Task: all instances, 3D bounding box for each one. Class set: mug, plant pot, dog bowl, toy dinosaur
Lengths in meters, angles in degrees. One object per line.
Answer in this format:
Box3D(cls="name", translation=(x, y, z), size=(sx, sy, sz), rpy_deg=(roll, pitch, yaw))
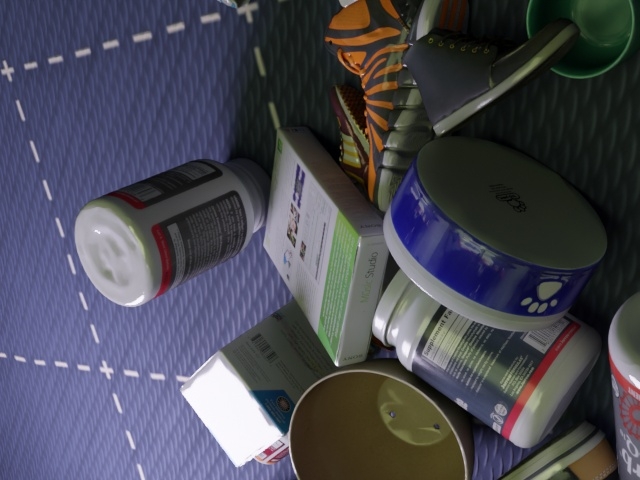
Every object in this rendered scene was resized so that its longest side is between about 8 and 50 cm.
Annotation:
Box3D(cls="mug", translation=(0.319, -0.274, 1.026), size=(0.130, 0.097, 0.157), rpy_deg=(21, 122, 31))
Box3D(cls="plant pot", translation=(0.119, 0.299, 1.381), size=(0.284, 0.191, 0.284), rpy_deg=(7, 107, 24))
Box3D(cls="dog bowl", translation=(0.219, -0.015, 1.119), size=(0.265, 0.265, 0.104), rpy_deg=(38, 128, 19))
Box3D(cls="toy dinosaur", translation=(0.073, 0.151, 1.489), size=(0.090, 0.047, 0.082), rpy_deg=(-11, 95, 8))

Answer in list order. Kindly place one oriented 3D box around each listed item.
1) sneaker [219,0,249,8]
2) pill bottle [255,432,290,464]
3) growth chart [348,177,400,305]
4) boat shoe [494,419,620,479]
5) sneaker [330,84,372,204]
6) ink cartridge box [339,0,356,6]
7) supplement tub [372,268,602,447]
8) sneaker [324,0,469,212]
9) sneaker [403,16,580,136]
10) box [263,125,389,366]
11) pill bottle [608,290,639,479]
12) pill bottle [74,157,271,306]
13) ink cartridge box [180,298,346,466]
Box3D(cls="sneaker", translation=(-0.110, -0.451, 1.314), size=(0.092, 0.087, 0.228), rpy_deg=(42, 138, 7))
Box3D(cls="pill bottle", translation=(-0.069, 0.354, 1.657), size=(0.086, 0.086, 0.152), rpy_deg=(52, 133, 7))
Box3D(cls="growth chart", translation=(0.090, -0.001, 1.399), size=(0.172, 0.021, 0.237), rpy_deg=(-9, 105, 42))
Box3D(cls="boat shoe", translation=(0.278, 0.458, 1.358), size=(0.156, 0.187, 0.500), rpy_deg=(52, 128, 15))
Box3D(cls="sneaker", translation=(0.050, -0.142, 1.319), size=(0.084, 0.070, 0.185), rpy_deg=(-36, 76, 36))
Box3D(cls="ink cartridge box", translation=(0.051, -0.422, 1.167), size=(0.115, 0.067, 0.198), rpy_deg=(-14, 97, 43))
Box3D(cls="supplement tub", translation=(0.229, 0.139, 1.235), size=(0.272, 0.191, 0.191), rpy_deg=(34, 128, 23))
Box3D(cls="sneaker", translation=(0.089, -0.208, 1.234), size=(0.180, 0.125, 0.321), rpy_deg=(23, 105, 37))
Box3D(cls="sneaker", translation=(0.188, -0.220, 1.037), size=(0.222, 0.083, 0.118), rpy_deg=(-33, 86, 44))
Box3D(cls="box", translation=(0.000, 0.000, 1.347), size=(0.322, 0.059, 0.232), rpy_deg=(-123, 34, -48))
Box3D(cls="pill bottle", translation=(0.460, 0.238, 1.050), size=(0.210, 0.210, 0.362), rpy_deg=(10, 131, 36))
Box3D(cls="pill bottle", translation=(-0.220, -0.030, 1.435), size=(0.176, 0.319, 0.176), rpy_deg=(18, 121, 33))
Box3D(cls="ink cartridge box", translation=(-0.077, 0.232, 1.504), size=(0.171, 0.233, 0.168), rpy_deg=(52, 135, 7))
